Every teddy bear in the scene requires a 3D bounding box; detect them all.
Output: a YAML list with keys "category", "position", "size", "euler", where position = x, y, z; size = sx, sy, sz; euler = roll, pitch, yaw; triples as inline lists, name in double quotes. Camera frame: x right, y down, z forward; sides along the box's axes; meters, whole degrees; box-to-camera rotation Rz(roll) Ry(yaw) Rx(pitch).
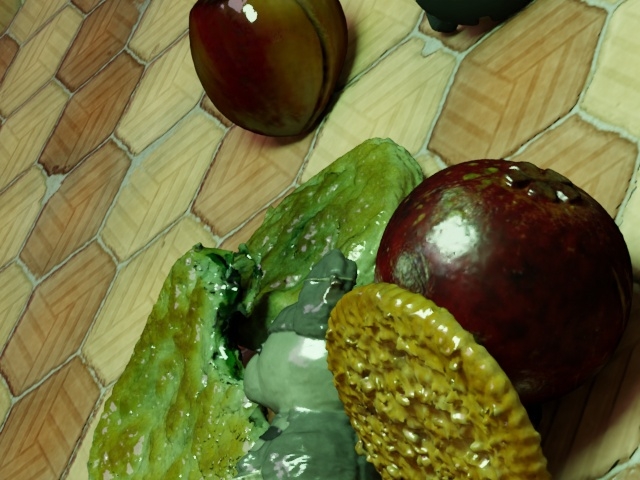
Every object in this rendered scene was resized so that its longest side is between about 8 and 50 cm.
- category: "teddy bear"
  position: [0.004, 0.152, 1.642]
  size: [0.144, 0.171, 0.251]
  euler: [-12, 57, 37]

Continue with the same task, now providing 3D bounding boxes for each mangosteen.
- category: "mangosteen"
  position: [0.140, 0.062, 1.513]
  size: [0.215, 0.215, 0.257]
  euler: [-112, 33, -60]

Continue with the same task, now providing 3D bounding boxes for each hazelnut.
- category: "hazelnut"
  position: [-0.056, -0.221, 2.195]
  size: [0.208, 0.208, 0.208]
  euler: [-38, 30, 27]

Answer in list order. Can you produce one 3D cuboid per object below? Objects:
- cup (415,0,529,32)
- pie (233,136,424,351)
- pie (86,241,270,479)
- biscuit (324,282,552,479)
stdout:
- category: "cup"
  position: [0.156, -0.314, 1.999]
  size: [0.176, 0.169, 0.223]
  euler: [-96, 15, -45]
- category: "pie"
  position: [0.000, 0.000, 1.923]
  size: [0.277, 0.078, 0.277]
  euler: [-36, 32, 27]
- category: "pie"
  position: [-0.129, 0.186, 1.830]
  size: [0.296, 0.078, 0.371]
  euler: [-47, 39, 29]
- category: "biscuit"
  position: [0.085, 0.146, 1.443]
  size: [0.035, 0.254, 0.254]
  euler: [-29, 17, -26]
